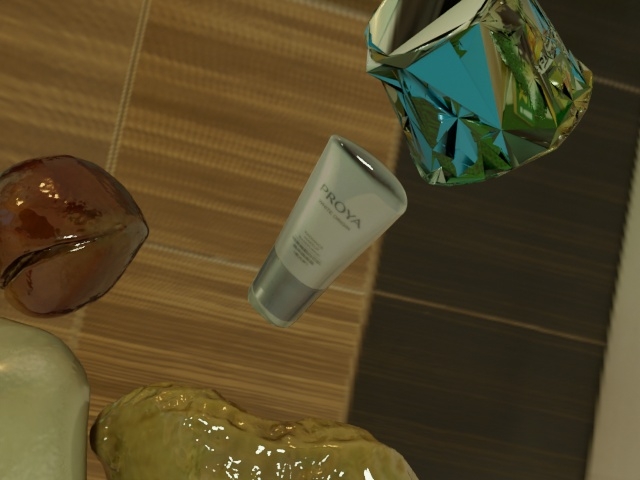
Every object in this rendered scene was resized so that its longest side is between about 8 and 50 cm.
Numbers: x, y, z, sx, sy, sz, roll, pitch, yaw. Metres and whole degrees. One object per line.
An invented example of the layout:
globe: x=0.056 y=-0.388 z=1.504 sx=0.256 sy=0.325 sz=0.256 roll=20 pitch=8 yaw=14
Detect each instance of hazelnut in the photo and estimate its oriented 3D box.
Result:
hazelnut: x=-0.297 y=-0.009 z=1.574 sx=0.208 sy=0.208 sz=0.208 roll=2 pitch=84 yaw=-17

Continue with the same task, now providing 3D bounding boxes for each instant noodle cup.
instant noodle cup: x=0.166 y=-0.202 z=1.500 sx=0.240 sy=0.240 sz=0.178 roll=-46 pitch=124 yaw=-16

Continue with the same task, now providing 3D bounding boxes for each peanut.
peanut: x=-0.042 y=0.171 z=0.877 sx=0.233 sy=0.197 sz=0.110 roll=15 pitch=50 yaw=2

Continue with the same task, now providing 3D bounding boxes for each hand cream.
hand cream: x=0.000 y=0.000 z=1.108 sx=0.079 sy=0.255 sz=0.048 roll=40 pitch=58 yaw=3

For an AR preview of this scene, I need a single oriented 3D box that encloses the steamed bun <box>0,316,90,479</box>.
steamed bun: x=-0.338 y=0.191 z=0.909 sx=0.255 sy=0.367 sz=0.343 roll=7 pitch=95 yaw=-35
